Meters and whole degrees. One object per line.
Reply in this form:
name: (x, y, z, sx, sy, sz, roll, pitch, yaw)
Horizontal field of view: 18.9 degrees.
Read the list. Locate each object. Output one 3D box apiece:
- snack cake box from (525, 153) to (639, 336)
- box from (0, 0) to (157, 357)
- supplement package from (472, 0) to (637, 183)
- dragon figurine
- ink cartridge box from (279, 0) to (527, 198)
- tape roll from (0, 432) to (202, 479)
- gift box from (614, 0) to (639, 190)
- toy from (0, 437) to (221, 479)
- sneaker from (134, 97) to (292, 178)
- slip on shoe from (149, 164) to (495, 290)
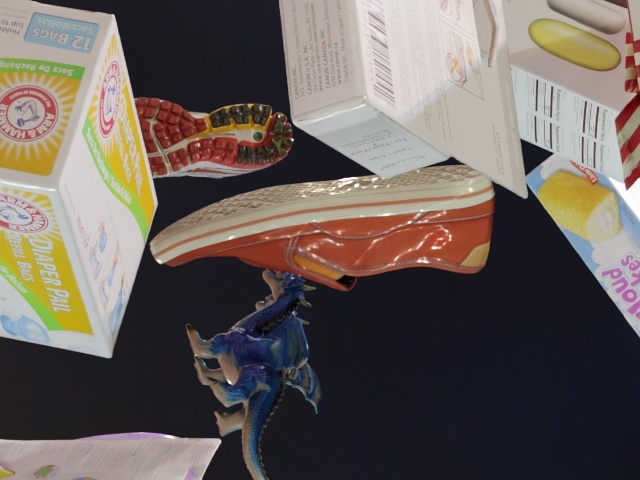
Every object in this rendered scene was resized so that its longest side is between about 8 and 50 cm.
snack cake box: (0.376, 0.001, 2.342, 0.089, 0.264, 0.152, -39, 168, 19)
box: (-0.161, -0.032, 1.014, 0.203, 0.114, 0.103, 85, 17, -63)
supplement package: (0.265, -0.205, 1.972, 0.194, 0.203, 0.149, -58, 162, -20)
dragon figurine: (-0.046, 0.131, 1.943, 0.144, 0.085, 0.289, -17, -142, -9)
ink cartridge box: (0.056, -0.191, 1.456, 0.066, 0.261, 0.296, -16, -112, 27)
tape roll: (-0.254, 0.289, 1.992, 0.275, 0.275, 0.090, -38, -121, 45)
gift box: (0.416, -0.151, 1.711, 0.258, 0.255, 0.276, 173, -86, -67)
toy: (-0.220, 0.232, 1.765, 0.137, 0.237, 0.056, -62, 150, -63)
sneaker: (-0.147, -0.099, 2.069, 0.093, 0.225, 0.088, 133, -41, -74)
slip on shoe: (0.000, 0.000, 1.762, 0.331, 0.101, 0.123, -6, -167, 15)
